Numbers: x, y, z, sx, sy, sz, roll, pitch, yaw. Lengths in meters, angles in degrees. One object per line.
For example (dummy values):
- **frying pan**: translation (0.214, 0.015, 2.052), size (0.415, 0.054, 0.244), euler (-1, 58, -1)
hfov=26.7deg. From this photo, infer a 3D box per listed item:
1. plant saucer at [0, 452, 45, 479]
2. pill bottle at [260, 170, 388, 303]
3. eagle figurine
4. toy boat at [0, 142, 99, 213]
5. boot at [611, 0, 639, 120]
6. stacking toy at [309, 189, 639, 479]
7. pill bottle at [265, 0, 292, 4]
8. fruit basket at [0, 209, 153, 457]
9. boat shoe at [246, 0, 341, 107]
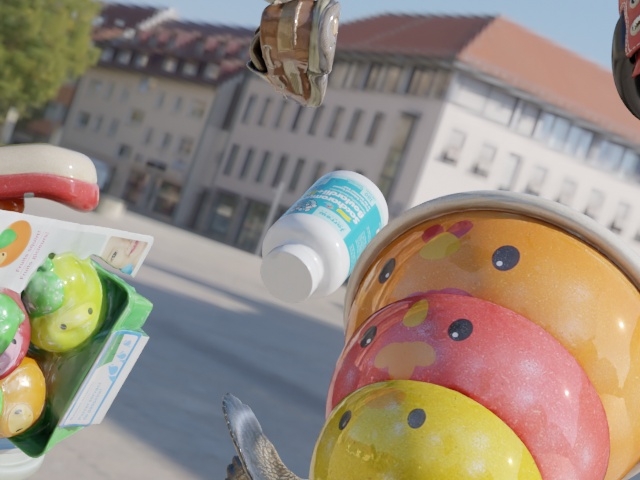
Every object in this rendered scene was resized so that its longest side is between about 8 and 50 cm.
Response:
- **plant saucer**: translation (-0.525, 0.168, 1.791), size (0.400, 0.100, 0.400), euler (32, 7, -4)
- **pill bottle**: translation (0.000, 0.000, 2.176), size (0.146, 0.146, 0.264), euler (19, 33, 16)
- **eagle figurine**: translation (-0.056, 0.404, 2.142), size (0.298, 0.226, 0.225), euler (23, 3, 17)
- **toy boat**: translation (-0.393, -0.043, 1.691), size (0.231, 0.151, 0.151), euler (-5, 7, -10)
- **boot**: translation (0.188, -0.185, 0.713), size (0.088, 0.176, 0.244), euler (1, -44, 17)
- **stacking toy**: translation (0.110, 0.198, 1.175), size (0.350, 0.351, 0.480), euler (19, 33, 15)
- **pill bottle**: translation (0.016, -0.447, 1.775), size (0.176, 0.176, 0.318), euler (20, -35, -24)
- **fruit basket**: translation (-0.343, 0.123, 1.503), size (0.165, 0.327, 0.353), euler (33, 8, 16)
- **boat shoe**: translation (-0.042, -0.268, 1.886), size (0.116, 0.123, 0.324), euler (7, -11, -3)
